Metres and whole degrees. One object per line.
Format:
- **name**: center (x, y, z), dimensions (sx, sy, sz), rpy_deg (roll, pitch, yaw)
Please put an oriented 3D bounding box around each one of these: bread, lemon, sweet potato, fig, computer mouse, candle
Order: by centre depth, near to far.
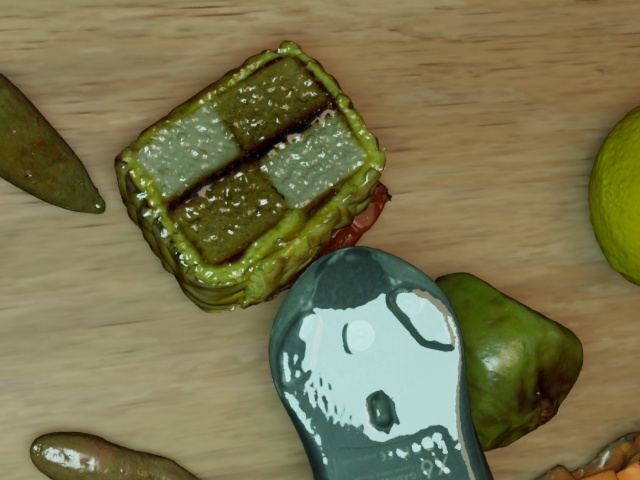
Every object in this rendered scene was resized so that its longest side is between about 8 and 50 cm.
- **sweet potato**: center (-0.335, -0.114, 1.017), dimensions (0.346, 0.079, 0.108), rpy_deg (16, 94, -12)
- **computer mouse**: center (0.063, 0.191, 1.051), dimensions (0.167, 0.090, 0.379), rpy_deg (-11, 88, 8)
- **sweet potato**: center (-0.153, 0.211, 1.069), dimensions (0.214, 0.050, 0.050), rpy_deg (22, 80, -18)
- **bread**: center (-0.057, -0.054, 1.072), dimensions (0.222, 0.096, 0.181), rpy_deg (-37, 78, -16)
- **candle**: center (0.000, 0.000, 1.127), dimensions (0.053, 0.048, 0.162), rpy_deg (40, 76, 20)
- **fig**: center (0.156, 0.103, 1.128), dimensions (0.154, 0.144, 0.165), rpy_deg (-31, 87, 20)
- **lemon**: center (0.346, -0.046, 1.170), dimensions (0.178, 0.178, 0.203), rpy_deg (6, 73, -16)

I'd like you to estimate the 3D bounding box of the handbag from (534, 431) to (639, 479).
- **handbag**: center (0.276, 0.357, 1.153), dimensions (0.410, 0.116, 0.303), rpy_deg (-24, 93, -17)
